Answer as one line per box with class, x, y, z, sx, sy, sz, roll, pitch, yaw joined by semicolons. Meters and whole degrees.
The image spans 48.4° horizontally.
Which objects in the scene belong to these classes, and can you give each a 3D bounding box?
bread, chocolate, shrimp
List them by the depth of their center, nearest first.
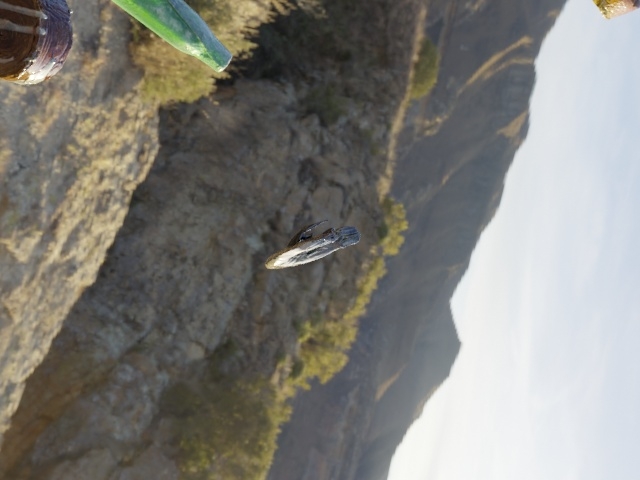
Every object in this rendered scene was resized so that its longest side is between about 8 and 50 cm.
bread;-0.427;-0.300;0.998;0.073;0.160;0.160;-20;124;-67
shrimp;0.000;0.000;1.311;0.152;0.219;0.046;-39;-108;56
chocolate;-0.315;-0.476;1.547;0.110;0.291;0.110;-34;-144;30
bread;0.864;-0.763;2.091;0.195;0.143;0.269;52;35;-20
